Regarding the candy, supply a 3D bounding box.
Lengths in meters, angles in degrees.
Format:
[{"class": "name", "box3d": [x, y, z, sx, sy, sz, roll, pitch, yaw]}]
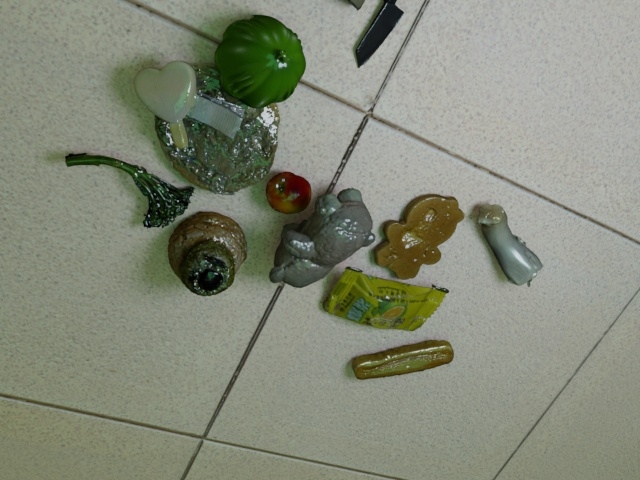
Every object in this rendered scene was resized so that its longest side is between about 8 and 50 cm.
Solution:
[{"class": "candy", "box3d": [0.164, 0.157, 1.430, 0.297, 0.081, 0.187, 15, 130, -17]}]

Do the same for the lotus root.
[{"class": "lotus root", "box3d": [-0.097, -0.346, 1.062, 0.186, 0.186, 0.186, -5, 117, -10]}]

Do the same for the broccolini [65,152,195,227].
[{"class": "broccolini", "box3d": [-0.413, -0.105, 1.193, 0.272, 0.062, 0.123, 22, 94, -27]}]

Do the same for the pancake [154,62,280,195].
[{"class": "pancake", "box3d": [-0.216, -0.233, 1.178, 0.283, 0.049, 0.282, -3, 113, -8]}]

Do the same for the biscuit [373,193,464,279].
[{"class": "biscuit", "box3d": [0.245, -0.016, 1.394, 0.184, 0.035, 0.248, 30, 106, -24]}]

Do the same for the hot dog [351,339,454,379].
[{"class": "hot dog", "box3d": [0.226, 0.328, 1.544, 0.286, 0.061, 0.087, -6, 113, -8]}]

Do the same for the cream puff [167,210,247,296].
[{"class": "cream puff", "box3d": [-0.249, 0.043, 1.241, 0.184, 0.169, 0.183, -4, 116, -9]}]

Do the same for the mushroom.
[{"class": "mushroom", "box3d": [0.479, 0.014, 1.428, 0.099, 0.096, 0.278, -37, 113, 6]}]

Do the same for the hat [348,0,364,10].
[{"class": "hat", "box3d": [0.096, -0.550, 1.071, 0.175, 0.085, 0.147, -36, 118, 6]}]

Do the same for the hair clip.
[{"class": "hair clip", "box3d": [-0.264, -0.262, 1.099, 0.219, 0.071, 0.159, 23, 102, -10]}]

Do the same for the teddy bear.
[{"class": "teddy bear", "box3d": [0.001, 0.000, 1.264, 0.267, 0.236, 0.151, -34, 78, 40]}]

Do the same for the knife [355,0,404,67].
[{"class": "knife", "box3d": [0.139, -0.462, 1.160, 0.060, 0.028, 0.230, 18, 114, -37]}]

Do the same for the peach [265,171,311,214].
[{"class": "peach", "box3d": [-0.071, -0.105, 1.253, 0.101, 0.100, 0.100, -5, 117, -10]}]
